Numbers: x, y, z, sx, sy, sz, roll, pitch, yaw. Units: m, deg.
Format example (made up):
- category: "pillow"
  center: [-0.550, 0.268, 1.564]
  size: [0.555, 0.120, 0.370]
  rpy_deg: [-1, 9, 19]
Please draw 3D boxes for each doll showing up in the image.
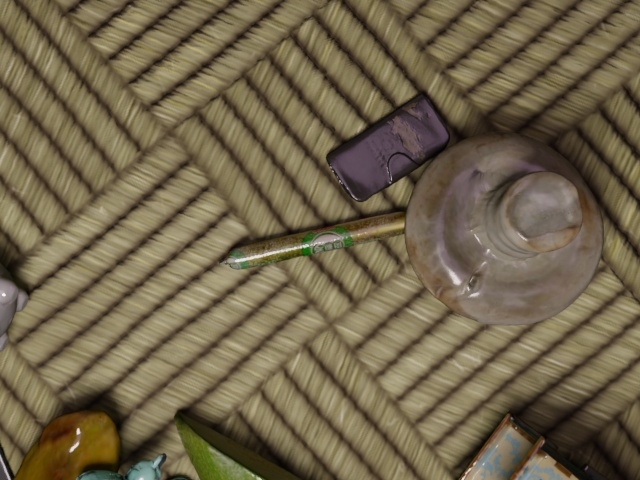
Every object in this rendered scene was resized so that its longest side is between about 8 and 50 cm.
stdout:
- category: "doll"
  center: [-0.228, 0.334, 1.005]
  size: [0.159, 0.059, 0.159]
  rpy_deg: [-14, 127, -31]

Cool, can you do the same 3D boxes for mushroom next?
- category: "mushroom"
  center: [0.223, -0.015, 0.953]
  size: [0.244, 0.243, 0.243]
  rpy_deg: [0, 91, 0]

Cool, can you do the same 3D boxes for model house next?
- category: "model house"
  center: [0.253, 0.321, 0.986]
  size: [0.271, 0.206, 0.178]
  rpy_deg: [32, 95, -39]

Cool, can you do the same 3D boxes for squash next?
- category: "squash"
  center: [-0.042, 0.316, 1.016]
  size: [0.203, 0.111, 0.288]
  rpy_deg: [-25, 90, -1]

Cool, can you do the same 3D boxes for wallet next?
- category: "wallet"
  center: [0.090, -0.118, 1.052]
  size: [0.157, 0.018, 0.082]
  rpy_deg: [-32, 91, -1]

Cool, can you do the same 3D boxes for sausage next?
- category: "sausage"
  center: [0.000, 0.000, 1.046]
  size: [0.269, 0.033, 0.032]
  rpy_deg: [-12, 91, 0]

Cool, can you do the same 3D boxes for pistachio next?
- category: "pistachio"
  center: [-0.317, 0.291, 1.019]
  size: [0.110, 0.100, 0.189]
  rpy_deg: [31, 92, -21]

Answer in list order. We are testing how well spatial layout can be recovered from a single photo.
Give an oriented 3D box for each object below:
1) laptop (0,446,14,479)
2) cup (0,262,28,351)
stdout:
- category: "laptop"
  center: [-0.499, 0.311, 1.056]
  size: [0.180, 0.016, 0.129]
  rpy_deg: [-21, 91, -1]
- category: "cup"
  center: [-0.456, 0.092, 0.995]
  size: [0.142, 0.134, 0.173]
  rpy_deg: [22, 90, -3]
